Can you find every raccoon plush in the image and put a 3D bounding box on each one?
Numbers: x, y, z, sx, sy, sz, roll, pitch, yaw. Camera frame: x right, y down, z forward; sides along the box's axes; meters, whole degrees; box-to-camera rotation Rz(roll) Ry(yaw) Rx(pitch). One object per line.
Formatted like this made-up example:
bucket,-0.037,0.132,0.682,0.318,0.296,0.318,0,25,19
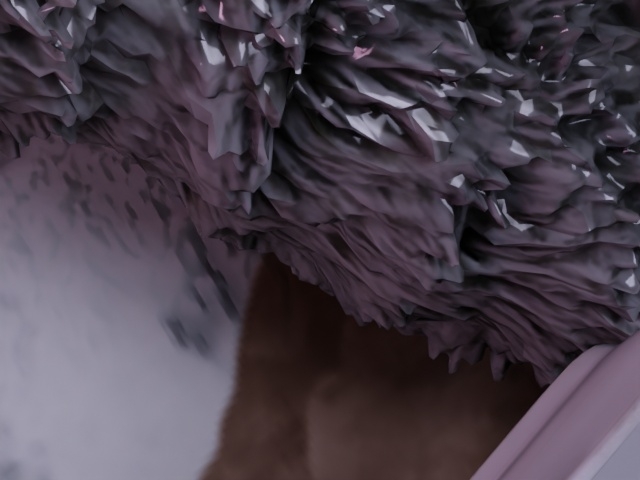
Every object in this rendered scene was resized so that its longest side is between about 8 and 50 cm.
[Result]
raccoon plush,0.000,0.000,0.464,0.299,0.216,0.446,-28,95,-23

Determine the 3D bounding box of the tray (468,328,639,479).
tray,0.010,0.124,0.421,0.270,0.030,0.145,-49,148,-2
